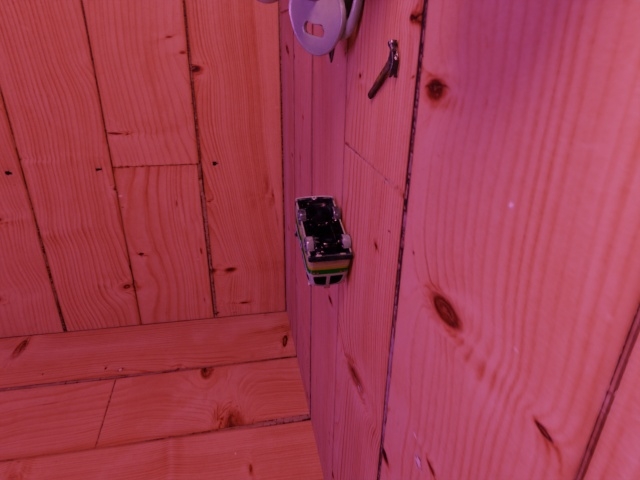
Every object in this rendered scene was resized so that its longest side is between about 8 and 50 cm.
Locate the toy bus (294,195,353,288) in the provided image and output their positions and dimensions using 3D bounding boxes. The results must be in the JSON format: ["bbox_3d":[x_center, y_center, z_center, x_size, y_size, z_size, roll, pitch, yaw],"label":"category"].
[{"bbox_3d":[0.000,0.000,1.354,0.276,0.134,0.164,-105,15,-48],"label":"toy bus"}]

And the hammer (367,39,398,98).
[{"bbox_3d":[0.122,-0.323,0.900,0.182,0.017,0.062,140,126,-79],"label":"hammer"}]

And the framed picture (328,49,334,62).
[{"bbox_3d":[0.032,-0.577,1.317,0.089,0.007,0.066,107,157,-63],"label":"framed picture"}]

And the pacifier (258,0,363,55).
[{"bbox_3d":[-0.041,-0.601,1.041,0.288,0.269,0.343,37,139,43],"label":"pacifier"}]
